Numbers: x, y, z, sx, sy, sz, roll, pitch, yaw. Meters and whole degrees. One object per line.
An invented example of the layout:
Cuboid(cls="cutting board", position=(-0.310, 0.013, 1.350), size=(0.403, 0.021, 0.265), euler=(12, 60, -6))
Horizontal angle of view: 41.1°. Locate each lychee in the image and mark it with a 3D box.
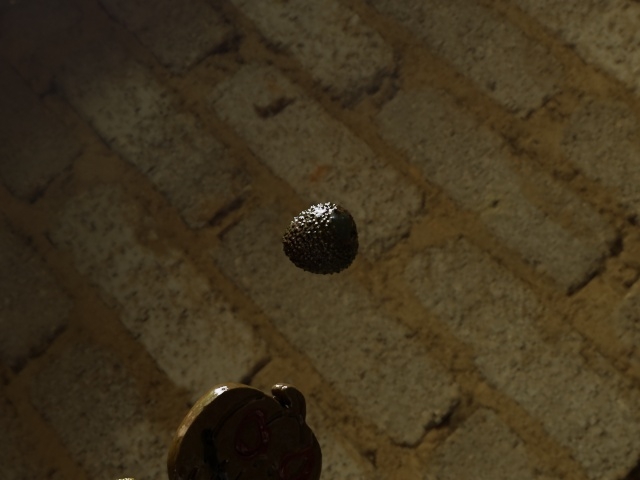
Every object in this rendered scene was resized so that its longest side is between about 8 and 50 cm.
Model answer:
Cuboid(cls="lychee", position=(0.000, 0.000, 1.821), size=(0.171, 0.171, 0.171), euler=(47, -11, 12))

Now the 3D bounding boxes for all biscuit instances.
Cuboid(cls="biscuit", position=(-0.127, 0.429, 1.692), size=(0.063, 0.314, 0.367), euler=(18, -22, 52))

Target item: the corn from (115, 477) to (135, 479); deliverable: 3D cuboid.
Cuboid(cls="corn", position=(-0.358, 0.426, 1.467), size=(0.028, 0.083, 0.027), euler=(-106, -175, -72))
